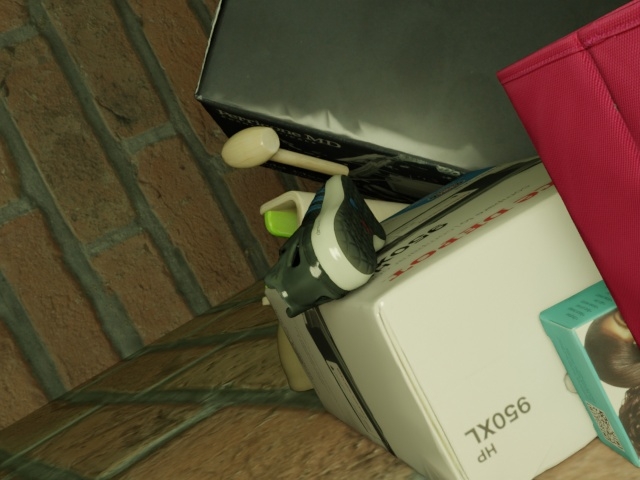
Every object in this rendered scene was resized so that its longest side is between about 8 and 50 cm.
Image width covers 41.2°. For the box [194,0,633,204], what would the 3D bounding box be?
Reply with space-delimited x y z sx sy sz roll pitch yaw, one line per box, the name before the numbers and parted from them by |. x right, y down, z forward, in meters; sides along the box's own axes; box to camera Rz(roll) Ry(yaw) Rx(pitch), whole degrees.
box | 0.122 -0.221 1.221 0.480 0.297 0.472 16 -4 4

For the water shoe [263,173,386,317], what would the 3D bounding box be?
water shoe | 0.000 0.000 0.674 0.080 0.073 0.203 -32 5 12

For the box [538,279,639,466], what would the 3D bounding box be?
box | 0.275 0.038 0.543 0.244 0.100 0.060 -28 5 -3

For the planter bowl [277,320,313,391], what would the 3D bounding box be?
planter bowl | 0.007 0.115 1.146 0.162 0.109 0.162 -26 5 2

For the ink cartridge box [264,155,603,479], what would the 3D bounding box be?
ink cartridge box | 0.139 0.049 0.765 0.285 0.166 0.395 -30 6 -13

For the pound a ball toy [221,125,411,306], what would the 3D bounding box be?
pound a ball toy | 0.049 -0.024 1.041 0.319 0.208 0.136 6 -14 -34

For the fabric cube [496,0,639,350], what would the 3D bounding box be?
fabric cube | 0.275 -0.034 0.375 0.254 0.258 0.259 -27 5 -3
